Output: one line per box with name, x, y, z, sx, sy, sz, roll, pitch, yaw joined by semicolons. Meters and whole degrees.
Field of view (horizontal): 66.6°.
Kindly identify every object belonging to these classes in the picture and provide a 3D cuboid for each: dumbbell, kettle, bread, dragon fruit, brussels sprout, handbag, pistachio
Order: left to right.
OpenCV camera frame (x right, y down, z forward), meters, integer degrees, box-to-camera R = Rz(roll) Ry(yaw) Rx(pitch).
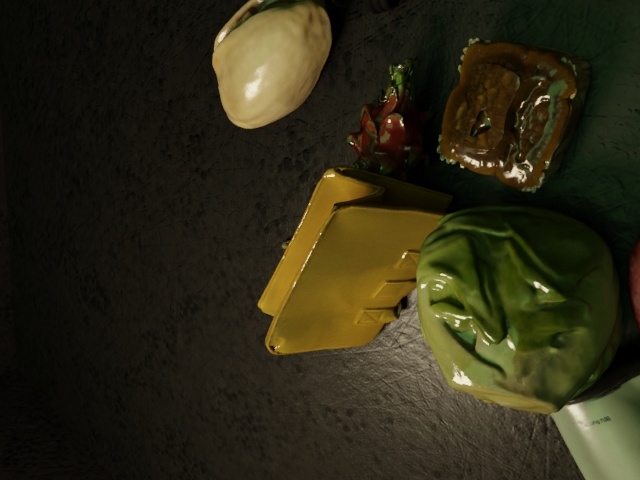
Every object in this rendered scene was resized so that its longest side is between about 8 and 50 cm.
pistachio;-0.098;-0.361;0.980;0.318;0.213;0.194;-37;42;39
handbag;0.064;0.059;0.930;0.133;0.282;0.401;-106;34;-45
dumbbell;0.072;-0.463;0.869;0.208;0.099;0.099;26;118;28
dragon fruit;0.135;-0.206;0.873;0.135;0.137;0.236;26;113;29
brussels sprout;0.288;0.090;0.757;0.328;0.247;0.328;-20;56;33
bread;0.297;-0.199;0.767;0.192;0.109;0.210;29;119;30
kettle;0.494;0.304;0.736;0.240;0.165;0.255;-35;77;37

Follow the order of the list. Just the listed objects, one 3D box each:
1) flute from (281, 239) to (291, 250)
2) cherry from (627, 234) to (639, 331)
flute;0.000;0.000;1.110;0.233;0.027;0.027;-7;99;40
cherry;0.510;0.062;0.617;0.239;0.206;0.239;23;129;32
